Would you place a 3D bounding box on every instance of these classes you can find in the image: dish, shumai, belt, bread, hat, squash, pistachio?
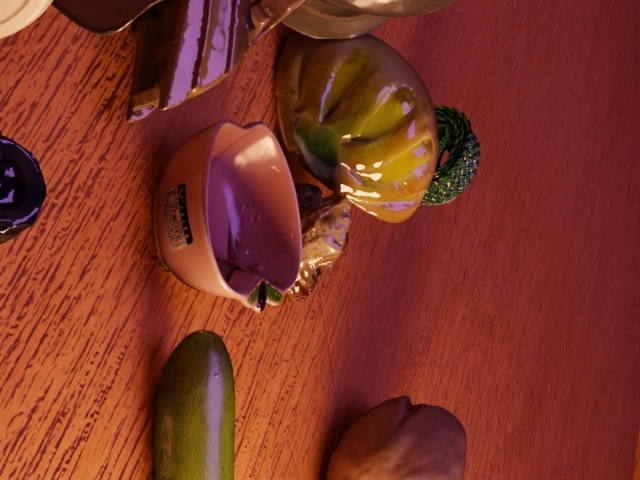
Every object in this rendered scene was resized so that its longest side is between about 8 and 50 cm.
[{"bbox_3d":[-0.105,-0.021,1.388,0.213,0.090,0.213,-7,90,-66],"label":"dish"},{"bbox_3d":[-0.010,0.007,1.595,0.139,0.105,0.123,-56,145,-17],"label":"shumai"},{"bbox_3d":[0.168,-0.117,1.954,0.079,0.121,0.151,58,41,-50],"label":"belt"},{"bbox_3d":[0.047,-0.158,1.639,0.260,0.156,0.158,41,27,5],"label":"bread"},{"bbox_3d":[-0.173,-0.246,1.142,0.147,0.175,0.085,-28,132,-28],"label":"hat"},{"bbox_3d":[-0.123,0.234,1.316,0.082,0.082,0.293,5,84,-65],"label":"squash"},{"bbox_3d":[0.094,0.301,1.684,0.293,0.162,0.182,-54,152,-59],"label":"pistachio"}]

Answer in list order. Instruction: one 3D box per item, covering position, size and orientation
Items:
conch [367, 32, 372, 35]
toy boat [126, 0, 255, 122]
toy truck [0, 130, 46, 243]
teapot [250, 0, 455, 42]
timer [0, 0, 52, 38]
[{"bbox_3d":[0.038,-0.244,1.776,0.065,0.088,0.180,-31,133,-14],"label":"conch"},{"bbox_3d":[-0.143,-0.332,1.299,0.162,0.136,0.446,7,78,-38],"label":"toy boat"},{"bbox_3d":[-0.305,0.003,0.918,0.165,0.147,0.224,31,58,-32],"label":"toy truck"},{"bbox_3d":[0.031,-0.325,1.440,0.253,0.300,0.344,49,-10,-5],"label":"teapot"},{"bbox_3d":[-0.288,-0.298,1.002,0.175,0.175,0.266,42,33,-56],"label":"timer"}]
